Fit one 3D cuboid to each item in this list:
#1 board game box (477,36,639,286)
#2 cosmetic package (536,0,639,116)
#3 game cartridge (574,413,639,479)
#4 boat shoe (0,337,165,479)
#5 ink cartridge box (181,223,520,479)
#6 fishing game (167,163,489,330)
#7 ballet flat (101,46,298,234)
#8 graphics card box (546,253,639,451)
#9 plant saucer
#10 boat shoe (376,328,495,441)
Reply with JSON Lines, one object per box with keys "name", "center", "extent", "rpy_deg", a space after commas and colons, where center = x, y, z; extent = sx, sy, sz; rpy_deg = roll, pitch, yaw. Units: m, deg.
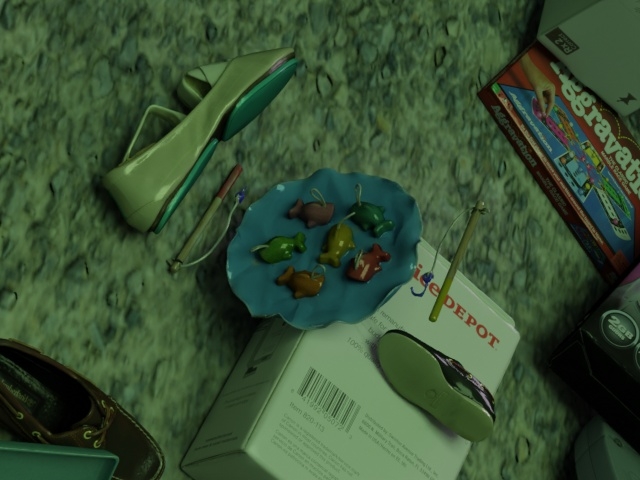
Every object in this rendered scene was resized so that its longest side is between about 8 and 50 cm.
{"name": "board game box", "center": [0.297, -0.089, 1.795], "extent": [0.281, 0.027, 0.145], "rpy_deg": [54, 52, -10]}
{"name": "cosmetic package", "center": [0.353, -0.270, 1.790], "extent": [0.151, 0.151, 0.184], "rpy_deg": [37, 47, -24]}
{"name": "game cartridge", "center": [0.349, 0.298, 1.605], "extent": [0.196, 0.060, 0.294], "rpy_deg": [37, 20, -23]}
{"name": "boat shoe", "center": [-0.209, 0.147, 1.334], "extent": [0.207, 0.073, 0.073], "rpy_deg": [34, 58, -25]}
{"name": "ink cartridge box", "center": [0.035, 0.143, 1.480], "extent": [0.207, 0.117, 0.283], "rpy_deg": [41, 57, -19]}
{"name": "fishing game", "center": [0.000, 0.000, 1.433], "extent": [0.189, 0.264, 0.041], "rpy_deg": [-59, 149, -32]}
{"name": "ballet flat", "center": [-0.113, -0.112, 1.480], "extent": [0.086, 0.086, 0.248], "rpy_deg": [48, 56, -15]}
{"name": "graphics card box", "center": [0.436, 0.084, 1.728], "extent": [0.233, 0.094, 0.371], "rpy_deg": [44, 56, 7]}
{"name": "plant saucer", "center": [-0.260, 0.184, 1.286], "extent": [0.192, 0.067, 0.018], "rpy_deg": [10, 34, -27]}
{"name": "boat shoe", "center": [0.102, 0.123, 1.434], "extent": [0.133, 0.049, 0.042], "rpy_deg": [41, 29, -13]}
